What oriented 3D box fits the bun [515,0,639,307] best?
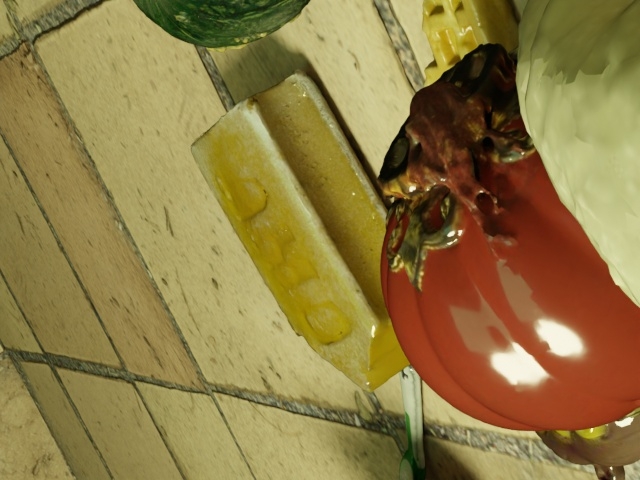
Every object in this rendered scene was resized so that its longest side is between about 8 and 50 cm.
[{"bbox_3d":[0.241,-0.015,0.427,0.349,0.227,0.352,34,-166,-22],"label":"bun"}]

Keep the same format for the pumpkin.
[{"bbox_3d":[-0.080,-0.223,0.969,0.190,0.146,0.190,57,179,2],"label":"pumpkin"}]

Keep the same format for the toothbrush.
[{"bbox_3d":[0.085,0.215,1.303,0.030,0.030,0.304,40,150,37],"label":"toothbrush"}]

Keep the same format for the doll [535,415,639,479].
[{"bbox_3d":[0.162,0.067,0.904,0.188,0.096,0.145,62,151,19],"label":"doll"}]

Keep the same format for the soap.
[{"bbox_3d":[0.000,0.000,1.155,0.257,0.080,0.160,60,157,0],"label":"soap"}]

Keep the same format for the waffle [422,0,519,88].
[{"bbox_3d":[0.076,-0.160,0.886,0.125,0.032,0.191,6,121,64],"label":"waffle"}]

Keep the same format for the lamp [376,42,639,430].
[{"bbox_3d":[0.126,-0.012,0.709,0.227,0.227,0.227,44,152,31],"label":"lamp"}]
